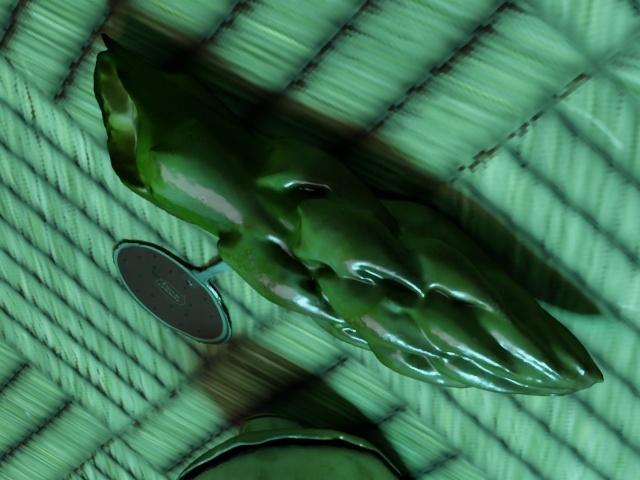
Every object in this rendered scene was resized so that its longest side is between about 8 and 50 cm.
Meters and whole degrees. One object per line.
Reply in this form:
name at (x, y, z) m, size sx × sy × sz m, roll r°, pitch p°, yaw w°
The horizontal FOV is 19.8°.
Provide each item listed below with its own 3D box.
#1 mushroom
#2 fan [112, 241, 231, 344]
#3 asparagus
mushroom at (-0.020, 0.162, 1.073) m, size 0.154 × 0.122 × 0.154 m, roll -5°, pitch 147°, yaw -3°
fan at (-0.076, 0.026, 1.044) m, size 0.085 × 0.005 × 0.133 m, roll 44°, pitch 152°, yaw -9°
asparagus at (0.000, 0.000, 0.846) m, size 0.287 × 0.080 × 0.080 m, roll 28°, pitch 150°, yaw 9°
